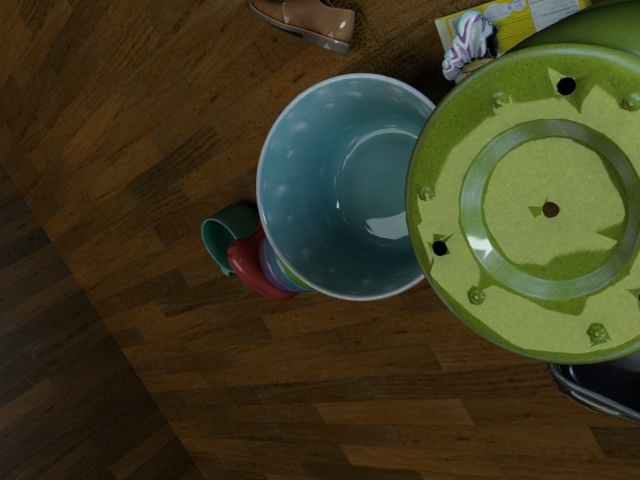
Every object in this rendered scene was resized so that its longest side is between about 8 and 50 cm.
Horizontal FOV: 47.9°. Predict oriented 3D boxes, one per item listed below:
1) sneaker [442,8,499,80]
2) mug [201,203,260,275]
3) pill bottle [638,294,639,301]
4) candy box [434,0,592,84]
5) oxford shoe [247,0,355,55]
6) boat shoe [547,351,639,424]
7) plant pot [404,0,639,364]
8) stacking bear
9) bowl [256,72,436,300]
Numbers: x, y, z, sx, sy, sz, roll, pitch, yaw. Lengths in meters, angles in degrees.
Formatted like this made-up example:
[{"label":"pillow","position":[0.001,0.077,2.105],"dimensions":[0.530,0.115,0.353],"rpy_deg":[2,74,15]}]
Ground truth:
[{"label":"sneaker","position":[0.195,-0.232,0.904],"dimensions":[0.069,0.038,0.098],"rpy_deg":[40,143,23]},{"label":"mug","position":[-0.176,-0.008,1.514],"dimensions":[0.129,0.097,0.158],"rpy_deg":[56,146,-4]},{"label":"pill bottle","position":[0.373,0.057,0.919],"dimensions":[0.117,0.117,0.208],"rpy_deg":[22,134,37]},{"label":"candy box","position":[0.241,-0.251,0.892],"dimensions":[0.206,0.027,0.105],"rpy_deg":[-1,120,50]},{"label":"oxford shoe","position":[-0.026,-0.347,1.101],"dimensions":[0.212,0.076,0.076],"rpy_deg":[30,108,33]},{"label":"boat shoe","position":[0.410,0.165,0.761],"dimensions":[0.355,0.130,0.132],"rpy_deg":[1,84,36]},{"label":"plant pot","position":[0.260,-0.053,0.658],"dimensions":[0.366,0.353,0.366],"rpy_deg":[8,105,32]},{"label":"stacking bear","position":[0.000,0.000,1.277],"dimensions":[0.289,0.175,0.164],"rpy_deg":[-23,108,46]},{"label":"bowl","position":[0.081,-0.077,1.049],"dimensions":[0.311,0.163,0.311],"rpy_deg":[3,96,27]}]
